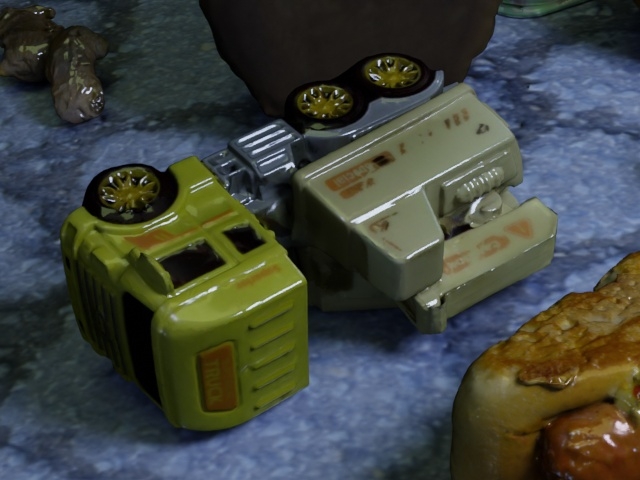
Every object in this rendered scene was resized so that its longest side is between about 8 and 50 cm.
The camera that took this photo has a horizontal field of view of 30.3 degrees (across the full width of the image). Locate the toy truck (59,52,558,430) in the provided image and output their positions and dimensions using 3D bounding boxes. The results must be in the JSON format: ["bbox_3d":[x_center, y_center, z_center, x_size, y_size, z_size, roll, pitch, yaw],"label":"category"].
[{"bbox_3d":[0.000,0.000,1.012,0.405,0.181,0.254,-26,47,-25],"label":"toy truck"}]

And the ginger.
[{"bbox_3d":[-0.342,-0.234,1.480,0.122,0.084,0.290,-22,38,-26],"label":"ginger"}]

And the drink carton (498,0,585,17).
[{"bbox_3d":[0.265,-0.375,1.469,0.144,0.142,0.146,-20,39,-11],"label":"drink carton"}]

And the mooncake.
[{"bbox_3d":[0.027,-0.286,1.268,0.324,0.324,0.187,-13,35,-3],"label":"mooncake"}]

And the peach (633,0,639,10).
[{"bbox_3d":[0.465,-0.355,1.273,0.308,0.308,0.332,15,38,30],"label":"peach"}]

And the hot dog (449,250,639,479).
[{"bbox_3d":[0.222,0.112,0.825,0.256,0.150,0.153,-27,36,-33],"label":"hot dog"}]
